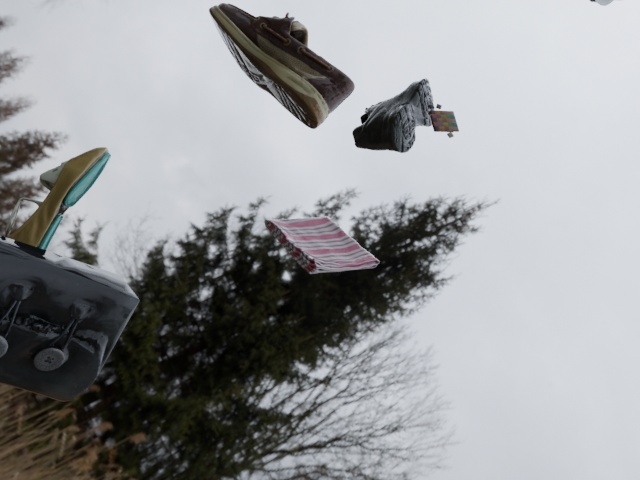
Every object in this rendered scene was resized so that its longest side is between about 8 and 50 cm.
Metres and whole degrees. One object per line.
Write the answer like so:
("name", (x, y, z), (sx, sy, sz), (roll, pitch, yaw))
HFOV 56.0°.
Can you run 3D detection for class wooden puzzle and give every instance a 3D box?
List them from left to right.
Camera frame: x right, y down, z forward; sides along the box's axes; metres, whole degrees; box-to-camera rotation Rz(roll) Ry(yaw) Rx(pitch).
("wooden puzzle", (0.235, -0.227, 1.146), (0.006, 0.049, 0.083), (110, -23, -58))

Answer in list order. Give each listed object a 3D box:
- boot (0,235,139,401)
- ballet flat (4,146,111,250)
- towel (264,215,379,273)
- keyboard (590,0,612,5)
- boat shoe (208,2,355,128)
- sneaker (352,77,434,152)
("boot", (-0.512, 0.131, 0.763), (0.367, 0.445, 0.146), (-47, -129, 12))
("ballet flat", (-0.411, -0.061, 0.913), (0.073, 0.232, 0.080), (32, -13, -10))
("towel", (0.000, 0.000, 1.112), (0.197, 0.144, 0.029), (44, -51, 48))
("keyboard", (0.017, -0.133, 0.163), (0.180, 0.108, 0.023), (48, -59, 10))
("boat shoe", (-0.071, -0.341, 1.087), (0.342, 0.123, 0.123), (46, -8, 30))
("sneaker", (0.160, -0.272, 1.291), (0.130, 0.286, 0.109), (0, -63, 31))
